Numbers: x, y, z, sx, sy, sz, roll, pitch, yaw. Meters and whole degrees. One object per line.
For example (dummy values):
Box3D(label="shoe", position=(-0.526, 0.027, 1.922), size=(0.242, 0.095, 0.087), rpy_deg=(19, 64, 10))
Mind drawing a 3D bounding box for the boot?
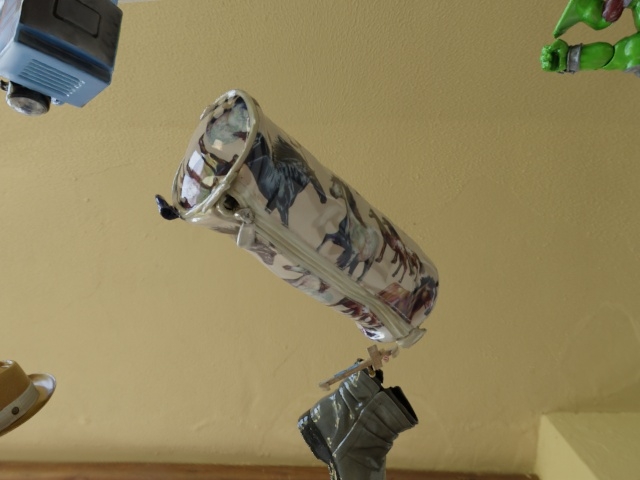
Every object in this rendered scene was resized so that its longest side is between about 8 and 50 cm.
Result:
Box3D(label="boot", position=(0.087, 0.313, 0.696), size=(0.161, 0.083, 0.247), rpy_deg=(-44, -113, 10))

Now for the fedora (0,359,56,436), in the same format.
Box3D(label="fedora", position=(-0.524, 0.245, 0.729), size=(0.194, 0.194, 0.079), rpy_deg=(-12, -72, 3))

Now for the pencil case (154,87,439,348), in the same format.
Box3D(label="pencil case", position=(0.000, 0.000, 0.614), size=(0.159, 0.184, 0.410), rpy_deg=(-31, -49, 27))

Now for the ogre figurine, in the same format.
Box3D(label="ogre figurine", position=(0.349, -0.268, 0.519), size=(0.118, 0.097, 0.197), rpy_deg=(37, -84, 19))

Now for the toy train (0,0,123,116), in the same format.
Box3D(label="toy train", position=(-0.197, -0.186, 0.354), size=(0.105, 0.080, 0.184), rpy_deg=(-10, -109, 38))

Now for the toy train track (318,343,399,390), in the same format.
Box3D(label="toy train track", position=(0.038, 0.123, 0.440), size=(0.083, 0.014, 0.048), rpy_deg=(-25, -42, -4))
